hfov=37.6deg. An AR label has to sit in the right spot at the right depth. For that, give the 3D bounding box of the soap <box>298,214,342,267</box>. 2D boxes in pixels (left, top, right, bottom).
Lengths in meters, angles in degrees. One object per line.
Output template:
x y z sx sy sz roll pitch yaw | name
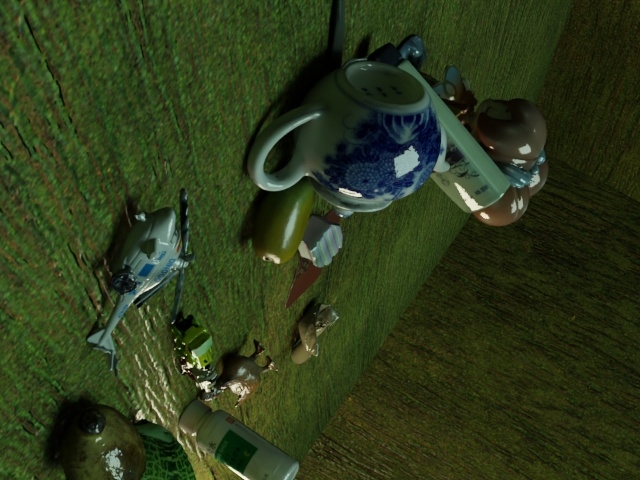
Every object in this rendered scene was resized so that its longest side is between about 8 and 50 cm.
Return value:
0.000 0.000 2.065 0.100 0.056 0.149 -52 161 -13 | soap

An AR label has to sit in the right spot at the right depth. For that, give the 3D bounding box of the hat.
-0.039 0.247 2.448 0.175 0.085 0.147 -42 -167 44 | hat

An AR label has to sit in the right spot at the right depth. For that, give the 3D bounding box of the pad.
-0.011 0.032 2.214 0.181 0.004 0.267 -44 158 -48 | pad

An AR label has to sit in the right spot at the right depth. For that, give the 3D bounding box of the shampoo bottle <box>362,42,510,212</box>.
0.202 -0.208 1.793 0.078 0.359 0.134 -50 -166 -33 | shampoo bottle

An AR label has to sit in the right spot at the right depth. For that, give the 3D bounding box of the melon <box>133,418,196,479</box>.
-0.364 0.499 1.655 0.226 0.331 0.343 -131 -121 -66 | melon

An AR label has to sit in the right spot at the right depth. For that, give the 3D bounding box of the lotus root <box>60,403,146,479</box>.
-0.340 0.323 1.461 0.138 0.138 0.214 -49 150 -35 | lotus root

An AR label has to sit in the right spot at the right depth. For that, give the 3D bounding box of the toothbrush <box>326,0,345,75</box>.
0.031 -0.353 1.545 0.030 0.030 0.297 -26 156 -17 | toothbrush

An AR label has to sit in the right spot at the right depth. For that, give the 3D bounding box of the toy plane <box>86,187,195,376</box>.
-0.265 0.055 1.315 0.273 0.107 0.182 -39 -135 40 | toy plane

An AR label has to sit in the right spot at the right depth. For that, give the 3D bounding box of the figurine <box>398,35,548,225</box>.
0.304 -0.230 1.980 0.276 0.388 0.248 -44 161 -51 | figurine

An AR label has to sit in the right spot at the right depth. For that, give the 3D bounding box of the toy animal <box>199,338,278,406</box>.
-0.184 0.309 2.049 0.179 0.089 0.188 -35 158 -19 | toy animal

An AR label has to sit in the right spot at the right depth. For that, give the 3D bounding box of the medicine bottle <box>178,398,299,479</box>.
-0.171 0.427 1.948 0.095 0.260 0.095 -51 163 -22 | medicine bottle

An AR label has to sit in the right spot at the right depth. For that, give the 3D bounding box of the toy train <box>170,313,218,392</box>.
-0.224 0.214 1.708 0.053 0.085 0.250 -35 158 -19 | toy train

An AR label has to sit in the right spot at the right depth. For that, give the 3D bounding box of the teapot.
0.070 -0.153 1.618 0.424 0.252 0.280 -7 133 -30 | teapot

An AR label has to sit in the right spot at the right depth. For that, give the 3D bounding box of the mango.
-0.061 -0.052 1.706 0.195 0.092 0.130 -63 164 -5 | mango
